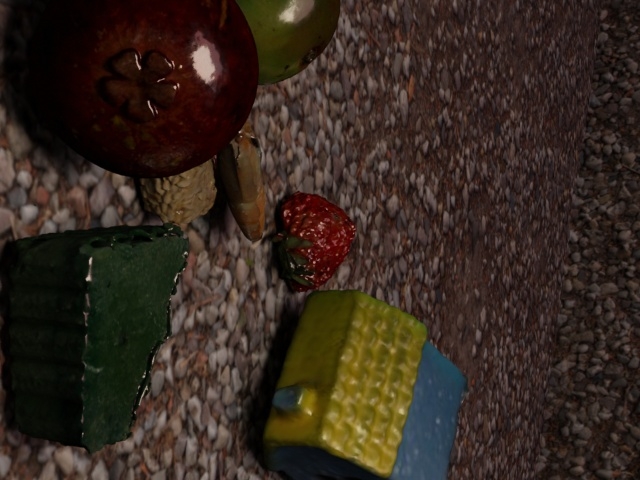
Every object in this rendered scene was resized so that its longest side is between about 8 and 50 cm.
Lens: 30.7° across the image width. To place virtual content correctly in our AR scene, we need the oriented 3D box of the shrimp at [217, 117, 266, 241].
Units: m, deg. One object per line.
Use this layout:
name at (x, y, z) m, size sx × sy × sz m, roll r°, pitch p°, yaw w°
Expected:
shrimp at (-0.092, -0.102, 1.339) m, size 0.251 × 0.052 × 0.144 m, roll 88°, pitch -3°, yaw -56°

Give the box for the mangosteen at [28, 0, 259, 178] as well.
mangosteen at (-0.167, -0.177, 1.134) m, size 0.257 × 0.215 × 0.215 m, roll -102°, pitch -179°, yaw -67°

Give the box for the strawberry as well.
strawberry at (-0.001, 0.001, 1.609) m, size 0.192 × 0.085 × 0.140 m, roll 44°, pitch 50°, yaw -60°

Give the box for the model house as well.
model house at (0.044, 0.223, 1.573) m, size 0.303 × 0.215 × 0.237 m, roll 53°, pitch 45°, yaw -47°

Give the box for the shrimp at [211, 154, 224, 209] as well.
shrimp at (-0.136, -0.128, 1.373) m, size 0.091 × 0.043 × 0.184 m, roll -13°, pitch 96°, yaw -57°

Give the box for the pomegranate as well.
pomegranate at (-0.079, -0.286, 1.361) m, size 0.210 × 0.180 × 0.180 m, roll 48°, pitch 32°, yaw 2°

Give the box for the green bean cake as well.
green bean cake at (-0.213, 0.088, 1.134) m, size 0.193 × 0.107 × 0.208 m, roll -10°, pitch 101°, yaw -67°

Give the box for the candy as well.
candy at (-0.158, -0.078, 1.286) m, size 0.095 × 0.085 × 0.110 m, roll -39°, pitch 137°, yaw -48°
